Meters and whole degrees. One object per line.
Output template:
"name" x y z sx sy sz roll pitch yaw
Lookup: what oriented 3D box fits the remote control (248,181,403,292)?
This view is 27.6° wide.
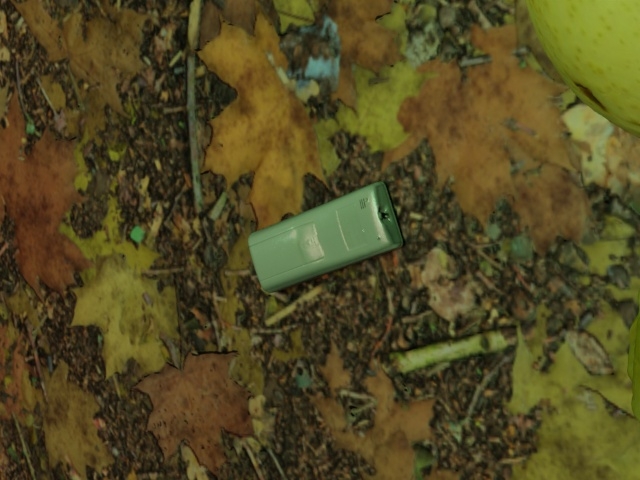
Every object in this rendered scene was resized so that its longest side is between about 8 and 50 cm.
"remote control" 0.000 0.000 1.143 0.162 0.029 0.061 -22 85 43

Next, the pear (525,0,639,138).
"pear" 0.250 -0.191 0.697 0.309 0.309 0.309 10 105 41

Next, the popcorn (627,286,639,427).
"popcorn" 0.303 0.068 0.763 0.249 0.225 0.249 31 127 53
